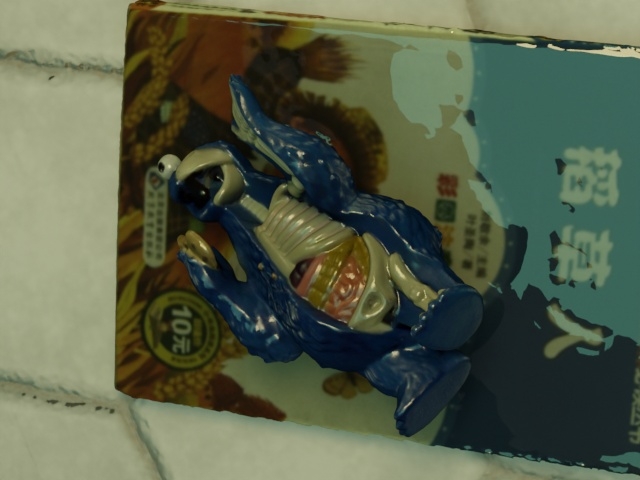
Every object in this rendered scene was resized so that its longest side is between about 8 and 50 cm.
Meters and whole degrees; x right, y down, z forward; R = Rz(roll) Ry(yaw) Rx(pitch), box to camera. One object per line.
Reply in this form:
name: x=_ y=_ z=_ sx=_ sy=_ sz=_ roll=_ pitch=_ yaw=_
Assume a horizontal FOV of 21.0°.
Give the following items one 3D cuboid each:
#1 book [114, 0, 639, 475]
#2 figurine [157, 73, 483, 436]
book: x=0.059 y=-0.005 z=1.224 sx=0.428 sy=0.039 sz=0.300 roll=7 pitch=103 yaw=15
figurine: x=0.002 y=0.009 z=1.170 sx=0.262 sy=0.121 sz=0.164 roll=46 pitch=127 yaw=16
